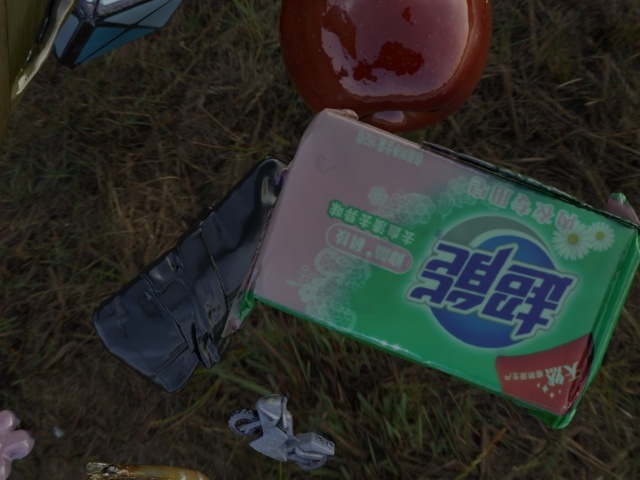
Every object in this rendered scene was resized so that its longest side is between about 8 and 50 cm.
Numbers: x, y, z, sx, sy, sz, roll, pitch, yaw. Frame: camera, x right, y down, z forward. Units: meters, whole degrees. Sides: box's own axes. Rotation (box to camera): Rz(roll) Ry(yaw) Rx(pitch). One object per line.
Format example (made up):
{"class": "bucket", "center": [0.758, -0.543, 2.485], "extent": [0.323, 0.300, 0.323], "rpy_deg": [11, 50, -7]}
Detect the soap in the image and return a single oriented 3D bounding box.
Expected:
{"class": "soap", "center": [0.088, 0.022, 0.648], "extent": [0.273, 0.098, 0.218], "rpy_deg": [22, 91, 3]}

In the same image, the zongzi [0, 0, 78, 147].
{"class": "zongzi", "center": [-0.288, -0.098, 0.680], "extent": [0.218, 0.500, 0.467], "rpy_deg": [-10, 106, 26]}

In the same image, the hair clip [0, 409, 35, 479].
{"class": "hair clip", "center": [-0.622, 0.352, 1.498], "extent": [0.146, 0.257, 0.075], "rpy_deg": [-43, 132, -29]}

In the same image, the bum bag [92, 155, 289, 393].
{"class": "bum bag", "center": [-0.094, 0.029, 0.775], "extent": [0.248, 0.060, 0.123], "rpy_deg": [-45, 122, -9]}

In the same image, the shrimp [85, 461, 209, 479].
{"class": "shrimp", "center": [-0.120, 0.161, 0.546], "extent": [0.059, 0.108, 0.023], "rpy_deg": [-17, 64, 34]}

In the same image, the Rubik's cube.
{"class": "Rubik's cube", "center": [-0.408, -0.503, 1.530], "extent": [0.248, 0.246, 0.250], "rpy_deg": [-31, 96, -28]}

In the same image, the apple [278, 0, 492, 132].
{"class": "apple", "center": [0.084, -0.247, 0.992], "extent": [0.260, 0.260, 0.217], "rpy_deg": [0, 83, -1]}

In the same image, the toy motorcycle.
{"class": "toy motorcycle", "center": [-0.064, 0.355, 1.548], "extent": [0.215, 0.080, 0.122], "rpy_deg": [33, 121, -20]}
